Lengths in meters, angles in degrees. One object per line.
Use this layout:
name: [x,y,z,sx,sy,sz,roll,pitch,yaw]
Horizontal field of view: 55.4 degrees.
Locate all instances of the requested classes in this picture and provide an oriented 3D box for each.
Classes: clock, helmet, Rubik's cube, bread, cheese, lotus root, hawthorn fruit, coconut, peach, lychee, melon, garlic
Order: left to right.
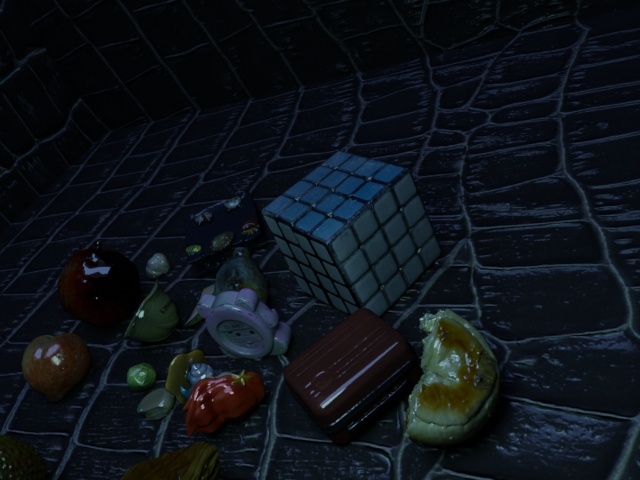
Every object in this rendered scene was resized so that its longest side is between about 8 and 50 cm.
lychee: [-0.881,0.660,1.653,0.270,0.270,0.320,-32,72,-7]
peach: [-0.890,0.427,2.056,0.232,0.232,0.232,-19,35,14]
hawthorn fruit: [-0.802,0.173,2.236,0.316,0.316,0.316,-19,35,14]
coconut: [-0.558,0.425,1.899,0.088,0.088,0.096,-33,29,-8]
garlic: [-0.647,0.102,2.399,0.094,0.074,0.113,44,116,33]
helmet: [-0.549,0.257,2.071,0.204,0.137,0.257,-57,11,29]
bread: [-0.371,0.627,1.408,0.324,0.167,0.277,-27,12,23]
cheese: [-0.457,0.469,1.798,0.171,0.048,0.092,-23,35,7]
melon: [-0.402,0.226,2.083,0.098,0.054,0.182,-13,35,31]
lotus root: [-0.258,0.152,1.990,0.175,0.175,0.349,-23,30,7]
clock: [-0.223,0.242,1.756,0.227,0.248,0.090,-10,40,24]
Rubik's cube: [0.095,-0.020,1.794,0.344,0.344,0.337,-43,37,-21]
bread: [0.299,0.314,1.359,0.192,0.171,0.314,12,54,5]

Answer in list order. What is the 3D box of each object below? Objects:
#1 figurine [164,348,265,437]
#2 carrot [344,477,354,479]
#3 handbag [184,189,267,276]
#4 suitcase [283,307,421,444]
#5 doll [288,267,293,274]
figurine: [-0.293,0.419,1.656,0.257,0.181,0.208,11,10,41]
carrot: [-0.036,0.592,1.325,0.260,0.070,0.070,-25,34,0]
handbag: [-0.369,-0.029,2.341,0.303,0.122,0.329,-25,35,4]
suitcase: [0.079,0.328,1.504,0.297,0.161,0.236,-36,34,-13]
doll: [-0.004,-0.002,2.064,0.145,0.103,0.316,7,52,35]
